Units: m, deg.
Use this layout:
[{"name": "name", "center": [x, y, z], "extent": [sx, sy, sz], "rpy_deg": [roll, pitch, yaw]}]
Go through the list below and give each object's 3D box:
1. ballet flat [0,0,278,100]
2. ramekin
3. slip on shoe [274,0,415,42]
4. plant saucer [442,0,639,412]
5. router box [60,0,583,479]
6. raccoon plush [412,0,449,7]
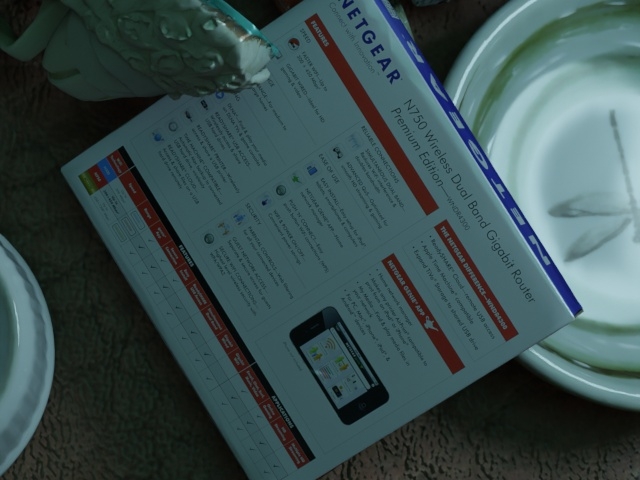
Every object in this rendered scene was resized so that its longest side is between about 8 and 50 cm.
[{"name": "ballet flat", "center": [-0.190, -0.186, 1.441], "extent": [0.147, 0.147, 0.409], "rpy_deg": [-40, 47, -14]}, {"name": "ramekin", "center": [-0.347, 0.087, 1.433], "extent": [0.272, 0.127, 0.273], "rpy_deg": [2, 79, -9]}, {"name": "slip on shoe", "center": [0.018, -0.174, 1.568], "extent": [0.101, 0.123, 0.331], "rpy_deg": [-20, 88, 21]}, {"name": "plant saucer", "center": [0.279, -0.043, 1.580], "extent": [0.400, 0.100, 0.401], "rpy_deg": [2, 79, -10]}, {"name": "router box", "center": [0.000, 0.000, 1.470], "extent": [0.301, 0.082, 0.335], "rpy_deg": [-32, 85, 12]}, {"name": "raccoon plush", "center": [0.096, -0.396, 1.467], "extent": [0.216, 0.446, 0.299], "rpy_deg": [-20, 73, 9]}]
